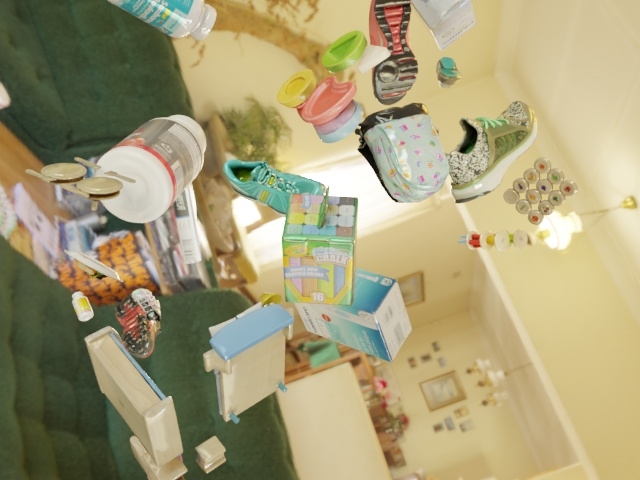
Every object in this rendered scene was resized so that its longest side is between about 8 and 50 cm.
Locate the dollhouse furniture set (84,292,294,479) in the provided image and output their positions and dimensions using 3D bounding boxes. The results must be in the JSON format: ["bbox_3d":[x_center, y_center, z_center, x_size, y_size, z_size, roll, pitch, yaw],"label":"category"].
[{"bbox_3d":[-0.203,0.233,1.117,0.198,0.303,0.286,38,-39,35],"label":"dollhouse furniture set"}]

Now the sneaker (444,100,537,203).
[{"bbox_3d":[0.471,-0.293,1.792,0.158,0.410,0.182,-5,-51,50],"label":"sneaker"}]

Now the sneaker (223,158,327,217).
[{"bbox_3d":[-0.114,-0.127,1.487,0.107,0.275,0.110,-65,149,-18],"label":"sneaker"}]

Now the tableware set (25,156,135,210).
[{"bbox_3d":[-0.481,-0.113,1.284,0.128,0.194,0.039,-29,133,-51],"label":"tableware set"}]

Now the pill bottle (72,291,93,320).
[{"bbox_3d":[-0.701,0.192,1.875,0.083,0.043,0.043,58,-4,24],"label":"pill bottle"}]

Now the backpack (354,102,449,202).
[{"bbox_3d":[0.162,-0.161,1.203,0.115,0.152,0.181,124,-51,-76],"label":"backpack"}]

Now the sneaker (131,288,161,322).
[{"bbox_3d":[-0.386,0.153,1.438,0.069,0.038,0.098,63,5,35],"label":"sneaker"}]

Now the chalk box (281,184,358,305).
[{"bbox_3d":[0.000,0.000,1.170,0.132,0.132,0.213,-81,173,-49],"label":"chalk box"}]

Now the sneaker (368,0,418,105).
[{"bbox_3d":[0.181,-0.508,1.636,0.136,0.116,0.313,-102,-172,-58],"label":"sneaker"}]

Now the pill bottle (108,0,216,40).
[{"bbox_3d":[-0.392,-0.601,1.580,0.264,0.146,0.146,22,35,-38],"label":"pill bottle"}]

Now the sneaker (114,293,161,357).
[{"bbox_3d":[-0.529,0.273,1.903,0.135,0.098,0.276,56,-6,-34],"label":"sneaker"}]

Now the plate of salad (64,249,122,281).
[{"bbox_3d":[-0.710,0.087,1.988,0.200,0.048,0.200,28,-7,4],"label":"plate of salad"}]

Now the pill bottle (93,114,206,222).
[{"bbox_3d":[-0.379,-0.184,1.495,0.318,0.177,0.176,-70,144,-60],"label":"pill bottle"}]

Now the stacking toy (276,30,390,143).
[{"bbox_3d":[0.058,-0.386,1.651,0.130,0.279,0.309,45,5,-35],"label":"stacking toy"}]

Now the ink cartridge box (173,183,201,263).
[{"bbox_3d":[-0.449,-0.136,2.091,0.307,0.072,0.303,-113,-165,-48],"label":"ink cartridge box"}]

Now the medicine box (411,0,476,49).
[{"bbox_3d":[0.359,-0.790,2.058,0.263,0.149,0.289,56,16,7],"label":"medicine box"}]

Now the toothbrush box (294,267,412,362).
[{"bbox_3d":[0.077,0.180,1.738,0.296,0.126,0.216,17,-36,35],"label":"toothbrush box"}]

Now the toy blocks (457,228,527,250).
[{"bbox_3d":[0.453,-0.002,1.700,0.148,0.123,0.054,2,-85,58],"label":"toy blocks"}]

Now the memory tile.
[{"bbox_3d":[0.490,-0.109,1.435,0.113,0.012,0.148,45,-43,9],"label":"memory tile"}]

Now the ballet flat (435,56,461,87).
[{"bbox_3d":[0.383,-0.493,1.922,0.213,0.072,0.068,-76,176,-59],"label":"ballet flat"}]
